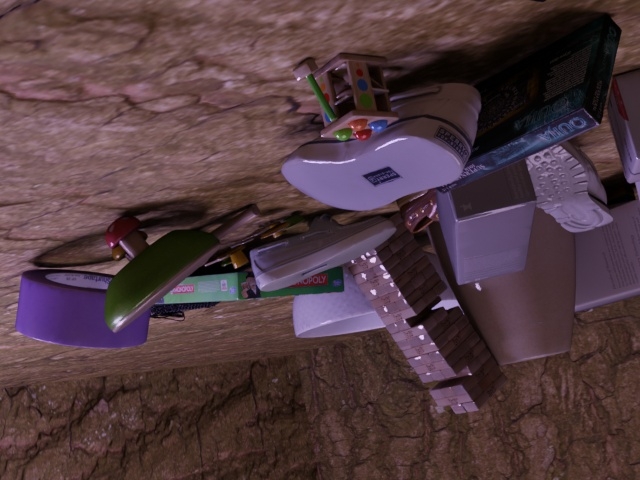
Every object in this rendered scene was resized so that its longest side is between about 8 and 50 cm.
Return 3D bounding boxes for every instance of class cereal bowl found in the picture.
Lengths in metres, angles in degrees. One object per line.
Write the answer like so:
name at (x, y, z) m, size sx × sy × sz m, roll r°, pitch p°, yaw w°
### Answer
cereal bowl at (0.102, 0.091, 1.748) m, size 0.339 × 0.141 × 0.339 m, roll -12°, pitch 169°, yaw -2°

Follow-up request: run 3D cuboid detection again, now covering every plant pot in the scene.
plant pot at (0.331, 0.067, 1.518) m, size 0.257 × 0.274 × 0.256 m, roll -12°, pitch 169°, yaw -2°

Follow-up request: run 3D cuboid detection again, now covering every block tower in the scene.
block tower at (0.168, 0.125, 1.470) m, size 0.097 × 0.335 × 0.091 m, roll -35°, pitch -175°, yaw -36°

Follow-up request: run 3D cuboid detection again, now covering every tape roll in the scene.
tape roll at (-0.342, 0.096, 1.295) m, size 0.189 × 0.080 × 0.189 m, roll 9°, pitch -175°, yaw -1°

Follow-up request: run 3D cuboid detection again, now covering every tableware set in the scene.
tableware set at (-0.088, 0.004, 1.279) m, size 0.104 × 0.024 × 0.154 m, roll -21°, pitch -171°, yaw 35°

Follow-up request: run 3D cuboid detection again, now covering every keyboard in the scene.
keyboard at (-0.304, 0.151, 1.905) m, size 0.192 × 0.038 × 0.100 m, roll -2°, pitch 166°, yaw -37°

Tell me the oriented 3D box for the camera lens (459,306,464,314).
camera lens at (0.341, 0.142, 2.044) m, size 0.219 × 0.219 × 0.274 m, roll -2°, pitch 165°, yaw -41°

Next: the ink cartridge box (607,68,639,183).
ink cartridge box at (0.372, -0.130, 1.022) m, size 0.056 × 0.099 × 0.135 m, roll -15°, pitch 169°, yaw 13°

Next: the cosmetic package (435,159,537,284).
cosmetic package at (0.200, -0.045, 1.110) m, size 0.107 × 0.127 × 0.238 m, roll -12°, pitch 159°, yaw 1°

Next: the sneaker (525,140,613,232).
sneaker at (0.328, -0.096, 1.215) m, size 0.090 × 0.094 × 0.235 m, roll -12°, pitch 150°, yaw 28°

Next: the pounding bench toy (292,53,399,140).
pounding bench toy at (0.018, -0.123, 0.783) m, size 0.083 × 0.065 × 0.052 m, roll -3°, pitch 166°, yaw -36°

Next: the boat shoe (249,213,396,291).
boat shoe at (0.000, 0.000, 1.346) m, size 0.228 × 0.081 × 0.079 m, roll -22°, pitch 165°, yaw -2°

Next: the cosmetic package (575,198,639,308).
cosmetic package at (0.540, 0.025, 1.594) m, size 0.197 × 0.155 × 0.365 m, roll -6°, pitch 166°, yaw -35°

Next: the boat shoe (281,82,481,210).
boat shoe at (0.057, -0.098, 0.892) m, size 0.096 × 0.088 × 0.267 m, roll 36°, pitch 157°, yaw -20°

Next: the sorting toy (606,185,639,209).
sorting toy at (0.537, -0.065, 1.656) m, size 0.275 × 0.046 × 0.132 m, roll -12°, pitch 169°, yaw 4°

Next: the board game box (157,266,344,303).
board game box at (-0.141, 0.078, 1.528) m, size 0.214 × 0.046 × 0.317 m, roll -1°, pitch 176°, yaw -39°

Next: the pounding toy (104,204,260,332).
pounding toy at (-0.220, 0.010, 1.189) m, size 0.183 × 0.110 × 0.237 m, roll -38°, pitch -177°, yaw 44°

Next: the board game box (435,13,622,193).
board game box at (0.188, -0.123, 0.834) m, size 0.026 × 0.126 × 0.186 m, roll 38°, pitch 144°, yaw -22°

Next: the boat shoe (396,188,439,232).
boat shoe at (0.180, -0.058, 1.289) m, size 0.064 × 0.060 × 0.178 m, roll -4°, pitch 166°, yaw -34°

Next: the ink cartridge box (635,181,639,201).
ink cartridge box at (0.628, -0.057, 1.372) m, size 0.289 × 0.211 × 0.121 m, roll -2°, pitch 167°, yaw -35°
